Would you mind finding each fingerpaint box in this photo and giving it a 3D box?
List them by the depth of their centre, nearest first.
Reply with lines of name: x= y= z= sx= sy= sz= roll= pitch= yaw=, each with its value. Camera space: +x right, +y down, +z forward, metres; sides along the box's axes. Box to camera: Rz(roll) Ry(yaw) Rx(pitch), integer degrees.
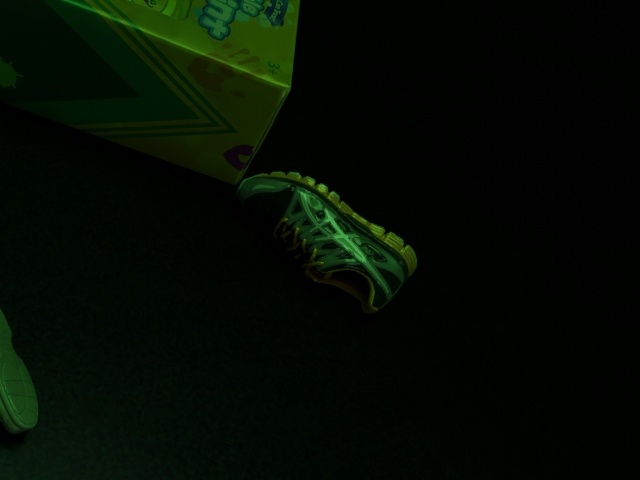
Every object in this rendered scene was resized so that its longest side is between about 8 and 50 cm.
fingerpaint box: x=-0.213 y=-0.322 z=1.149 sx=0.371 sy=0.163 sz=0.445 roll=20 pitch=44 yaw=-15

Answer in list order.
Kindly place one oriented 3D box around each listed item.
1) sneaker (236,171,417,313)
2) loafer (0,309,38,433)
sneaker: x=0.000 y=0.000 z=1.090 sx=0.215 sy=0.084 sz=0.083 roll=29 pitch=61 yaw=1
loafer: x=-0.271 y=0.107 z=0.832 sx=0.125 sy=0.039 sz=0.045 roll=63 pitch=13 yaw=22
